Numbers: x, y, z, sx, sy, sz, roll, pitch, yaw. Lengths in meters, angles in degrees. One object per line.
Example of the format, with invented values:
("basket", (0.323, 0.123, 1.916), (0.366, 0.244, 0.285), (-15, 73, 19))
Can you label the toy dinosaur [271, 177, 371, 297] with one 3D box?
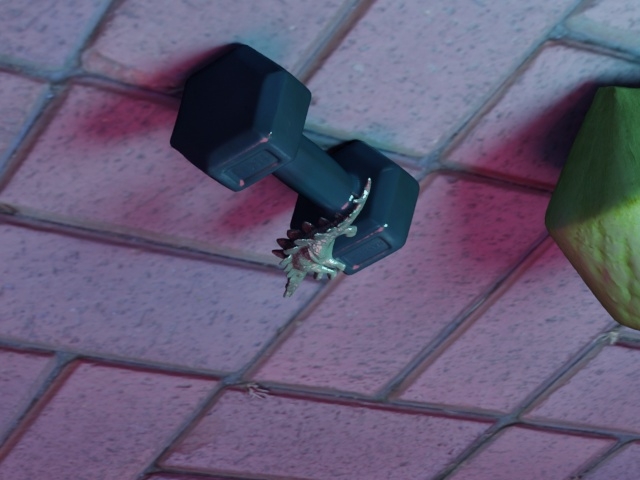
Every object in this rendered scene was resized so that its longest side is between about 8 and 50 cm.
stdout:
("toy dinosaur", (0.001, 0.002, 1.926), (0.082, 0.039, 0.209), (11, 138, -29))

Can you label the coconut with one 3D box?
("coconut", (0.423, -0.050, 2.060), (0.328, 0.281, 0.328), (15, 126, 22))

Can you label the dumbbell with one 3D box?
("dumbbell", (-0.024, -0.086, 1.951), (0.144, 0.156, 0.316), (0, 157, 36))
